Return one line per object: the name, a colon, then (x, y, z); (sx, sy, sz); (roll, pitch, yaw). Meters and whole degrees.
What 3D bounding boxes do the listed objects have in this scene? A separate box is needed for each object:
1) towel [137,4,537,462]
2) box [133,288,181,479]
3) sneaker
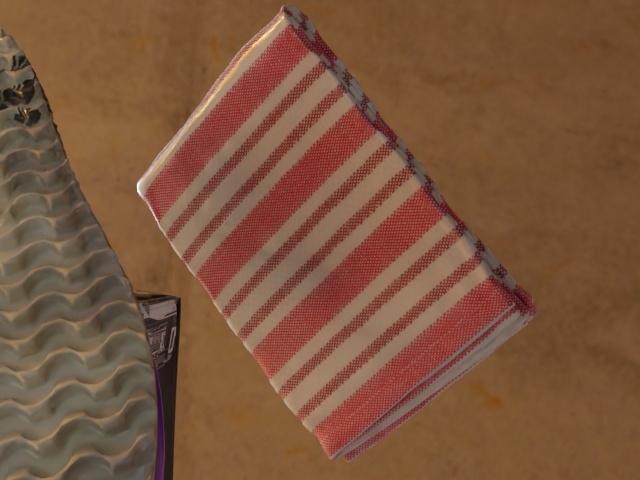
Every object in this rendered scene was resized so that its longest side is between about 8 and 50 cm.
towel: (0.000, 0.000, 0.607); (0.197, 0.144, 0.029); (53, -149, 11)
box: (-0.224, 0.183, 0.918); (0.242, 0.308, 0.076); (5, -175, 37)
sneaker: (-0.113, 0.050, 0.467); (0.102, 0.146, 0.293); (-17, -131, -6)
